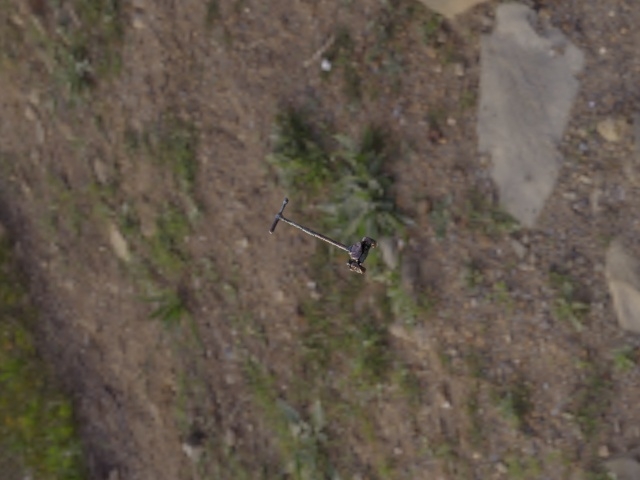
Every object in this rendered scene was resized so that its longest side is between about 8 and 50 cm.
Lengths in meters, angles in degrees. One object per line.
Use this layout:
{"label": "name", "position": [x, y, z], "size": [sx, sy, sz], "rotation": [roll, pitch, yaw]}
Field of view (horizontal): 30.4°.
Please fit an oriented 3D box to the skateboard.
{"label": "skateboard", "position": [0.000, 0.000, 0.953], "size": [0.032, 0.083, 0.064], "rotation": [-65, 3, -12]}
